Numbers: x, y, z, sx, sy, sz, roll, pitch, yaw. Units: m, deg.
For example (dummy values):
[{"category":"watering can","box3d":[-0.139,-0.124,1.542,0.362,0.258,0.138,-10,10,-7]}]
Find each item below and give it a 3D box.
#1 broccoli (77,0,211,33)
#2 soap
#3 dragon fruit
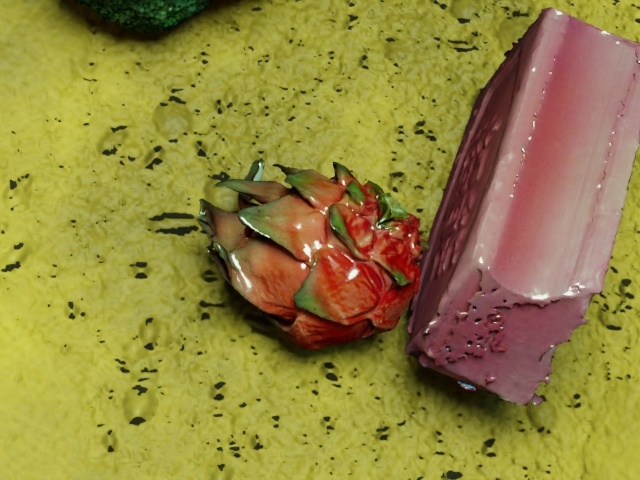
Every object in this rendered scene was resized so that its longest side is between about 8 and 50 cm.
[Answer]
[{"category":"broccoli","box3d":[-0.109,-0.289,0.855,0.297,0.298,0.297,23,60,28]},{"category":"soap","box3d":[0.139,-0.016,0.843,0.099,0.162,0.250,23,64,-6]},{"category":"dragon fruit","box3d":[-0.002,0.006,0.819,0.142,0.130,0.121,16,67,25]}]
